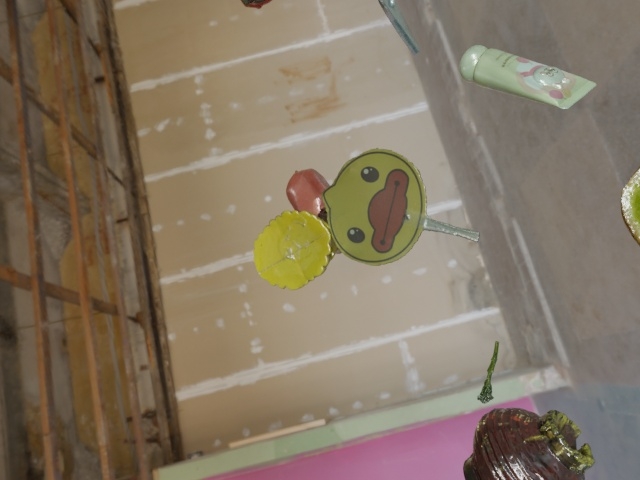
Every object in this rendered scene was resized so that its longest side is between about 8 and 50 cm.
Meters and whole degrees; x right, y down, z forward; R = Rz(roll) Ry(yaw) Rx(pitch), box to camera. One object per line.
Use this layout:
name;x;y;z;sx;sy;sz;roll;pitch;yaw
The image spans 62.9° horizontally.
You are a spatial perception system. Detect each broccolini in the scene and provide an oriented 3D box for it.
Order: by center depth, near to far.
broccolini;0.524;0.411;1.624;0.042;0.044;0.218;24;118;51

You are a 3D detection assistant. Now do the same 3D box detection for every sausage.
sausage;-0.020;-0.130;1.662;0.254;0.148;0.148;52;166;34

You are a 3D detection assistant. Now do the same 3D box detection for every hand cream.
hand cream;0.478;-0.387;1.252;0.306;0.147;0.093;33;145;33

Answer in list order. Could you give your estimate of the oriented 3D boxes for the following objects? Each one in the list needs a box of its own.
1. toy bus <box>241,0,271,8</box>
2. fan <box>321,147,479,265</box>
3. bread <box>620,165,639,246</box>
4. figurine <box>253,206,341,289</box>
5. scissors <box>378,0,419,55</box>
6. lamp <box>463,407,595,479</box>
toy bus;-0.049;-0.548;0.852;0.329;0.153;0.142;-57;47;45
fan;0.140;-0.053;0.998;0.011;0.335;0.229;-9;-68;-59
bread;0.618;-0.057;0.844;0.070;0.236;0.236;22;-137;-43
figurine;0.003;0.004;1.245;0.168;0.187;0.315;37;-160;16
scissors;0.102;-0.423;0.887;0.447;0.029;0.192;19;-114;-63
lamp;0.411;0.439;1.026;0.247;0.247;0.246;-14;-90;-89
